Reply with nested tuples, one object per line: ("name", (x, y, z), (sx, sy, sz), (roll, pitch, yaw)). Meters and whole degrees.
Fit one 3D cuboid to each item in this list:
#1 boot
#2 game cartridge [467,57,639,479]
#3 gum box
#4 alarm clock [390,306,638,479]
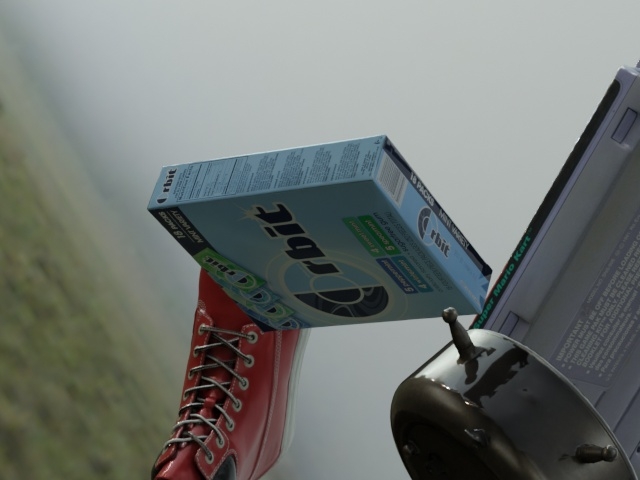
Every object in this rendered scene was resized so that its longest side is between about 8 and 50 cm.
("boot", (-0.074, 0.097, 1.461), (0.176, 0.088, 0.244), (-44, 140, -61))
("game cartridge", (0.248, 0.010, 1.457), (0.230, 0.355, 0.068), (19, 16, -38))
("gum box", (0.000, 0.000, 1.321), (0.184, 0.041, 0.157), (-5, -38, 34))
("alarm clock", (0.092, 0.121, 0.954), (0.129, 0.064, 0.192), (41, -21, 26))
